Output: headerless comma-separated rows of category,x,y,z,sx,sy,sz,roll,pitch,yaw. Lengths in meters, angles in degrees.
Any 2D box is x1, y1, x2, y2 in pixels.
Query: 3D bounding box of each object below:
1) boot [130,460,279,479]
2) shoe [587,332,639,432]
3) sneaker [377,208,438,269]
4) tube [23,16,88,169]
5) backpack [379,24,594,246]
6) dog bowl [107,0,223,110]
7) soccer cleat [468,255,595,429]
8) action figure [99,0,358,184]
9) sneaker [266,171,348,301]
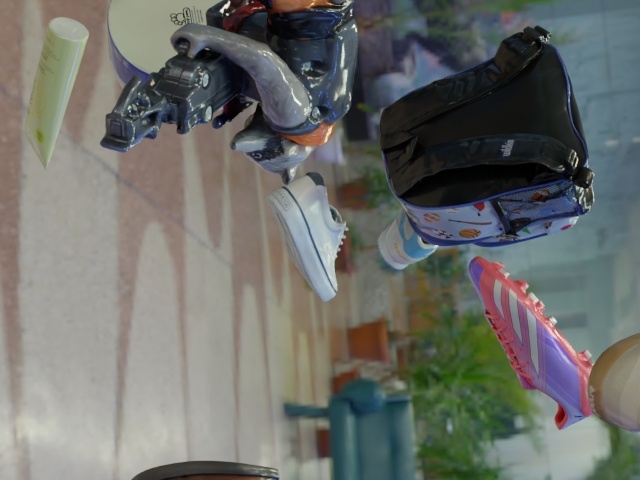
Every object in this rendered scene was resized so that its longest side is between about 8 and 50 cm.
boot,-0.115,0.317,0.848,0.096,0.264,0.280,33,37,-53
shoe,0.258,0.057,0.704,0.058,0.219,0.076,16,-51,60
sneaker,0.172,-0.056,1.740,0.087,0.092,0.229,40,58,-17
tube,-0.413,-0.226,1.813,0.070,0.062,0.240,-77,-169,-52
backpack,0.219,-0.115,1.587,0.213,0.263,0.276,68,15,-50
dog bowl,-0.231,-0.350,2.028,0.104,0.265,0.265,100,-10,-62
soccer cleat,0.257,0.127,1.463,0.248,0.095,0.083,46,9,-9
action figure,-0.038,-0.180,1.059,0.341,0.178,0.330,-51,158,-42
sneaker,0.000,0.000,1.731,0.094,0.091,0.258,53,-10,33
